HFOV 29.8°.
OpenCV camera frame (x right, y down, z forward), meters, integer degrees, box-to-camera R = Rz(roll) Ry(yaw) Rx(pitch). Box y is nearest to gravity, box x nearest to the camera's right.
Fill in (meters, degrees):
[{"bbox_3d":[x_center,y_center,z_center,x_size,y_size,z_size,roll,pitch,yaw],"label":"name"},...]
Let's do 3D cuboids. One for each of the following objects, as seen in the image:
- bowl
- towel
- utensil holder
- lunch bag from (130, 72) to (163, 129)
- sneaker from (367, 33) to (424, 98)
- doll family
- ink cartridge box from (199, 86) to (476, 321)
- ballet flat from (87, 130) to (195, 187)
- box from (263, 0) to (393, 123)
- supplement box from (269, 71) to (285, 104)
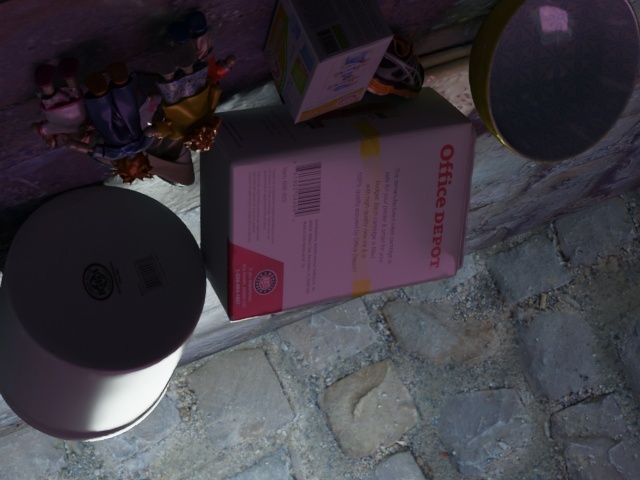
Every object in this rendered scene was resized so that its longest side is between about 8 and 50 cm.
[{"bbox_3d":[0.329,-0.276,1.837,0.289,0.289,0.156,-18,-151,-23],"label":"bowl"},{"bbox_3d":[0.153,-0.226,2.046,0.317,0.053,0.332,-18,168,-20],"label":"towel"},{"bbox_3d":[-0.369,0.124,1.954,0.327,0.328,0.385,-18,165,-22],"label":"utensil holder"},{"bbox_3d":[-0.234,-0.175,1.554,0.083,0.053,0.071,-44,159,29],"label":"lunch bag"},{"bbox_3d":[0.111,-0.262,1.771,0.083,0.084,0.215,-63,165,17],"label":"sneaker"},{"bbox_3d":[-0.211,-0.147,1.438,0.263,0.118,0.163,-20,144,-8],"label":"doll family"},{"bbox_3d":[0.021,-0.062,1.827,0.384,0.160,0.279,-9,123,-19],"label":"ink cartridge box"},{"bbox_3d":[-0.233,-0.129,1.708,0.086,0.086,0.248,-28,166,20],"label":"ballet flat"},{"bbox_3d":[0.005,-0.247,1.534,0.103,0.114,0.203,-22,168,-15],"label":"box"},{"bbox_3d":[-0.021,-0.233,1.695,0.083,0.055,0.043,-31,165,27],"label":"supplement box"}]
